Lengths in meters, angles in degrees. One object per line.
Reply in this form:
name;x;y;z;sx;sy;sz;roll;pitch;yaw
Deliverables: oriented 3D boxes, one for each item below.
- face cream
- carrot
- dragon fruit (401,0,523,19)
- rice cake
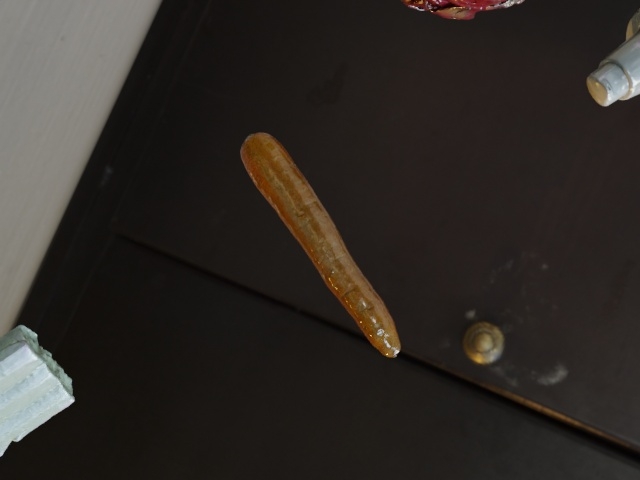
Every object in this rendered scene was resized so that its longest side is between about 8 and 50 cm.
face cream;0.374;-0.211;0.848;0.101;0.251;0.101;53;166;19
carrot;0.000;0.000;0.747;0.248;0.043;0.043;56;-177;13
dragon fruit;0.226;-0.493;1.253;0.329;0.329;0.329;23;176;2
rice cake;-0.352;0.186;0.780;0.043;0.237;0.127;43;160;37
